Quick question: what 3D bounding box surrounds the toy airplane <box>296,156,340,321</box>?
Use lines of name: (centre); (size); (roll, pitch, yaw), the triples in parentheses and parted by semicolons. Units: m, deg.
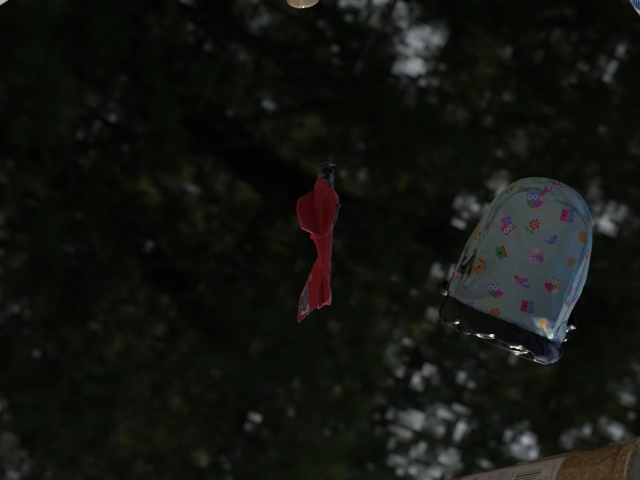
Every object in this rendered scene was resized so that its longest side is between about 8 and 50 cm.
toy airplane: (0.000, 0.000, 1.704); (0.151, 0.028, 0.151); (7, 90, -80)

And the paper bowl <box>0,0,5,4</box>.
paper bowl: (-0.351, -0.344, 1.655); (0.148, 0.284, 0.284); (-43, -149, 54)

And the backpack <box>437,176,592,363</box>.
backpack: (0.215, 0.024, 1.954); (0.115, 0.152, 0.182); (-65, 177, -83)

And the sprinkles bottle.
sprinkles bottle: (0.199, 0.284, 1.907); (0.355, 0.121, 0.121); (-18, -131, 42)

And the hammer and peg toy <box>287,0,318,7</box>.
hammer and peg toy: (-0.016, -0.394, 2.136); (0.361, 0.266, 0.127); (-39, 134, -41)

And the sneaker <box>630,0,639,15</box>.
sneaker: (0.369, -0.265, 2.013); (0.080, 0.211, 0.081); (-31, -158, 11)
